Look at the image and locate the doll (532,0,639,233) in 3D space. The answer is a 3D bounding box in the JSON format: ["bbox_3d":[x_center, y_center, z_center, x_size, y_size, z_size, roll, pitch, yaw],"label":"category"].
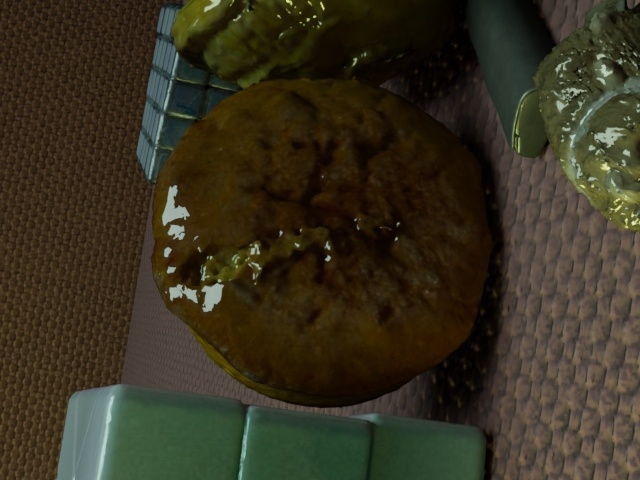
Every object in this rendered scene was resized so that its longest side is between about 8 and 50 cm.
[{"bbox_3d":[0.189,-0.085,0.673,0.221,0.105,0.115,-100,19,-44],"label":"doll"}]

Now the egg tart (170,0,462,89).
[{"bbox_3d":[0.015,-0.220,1.072,0.352,0.339,0.153,-25,91,27],"label":"egg tart"}]

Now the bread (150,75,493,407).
[{"bbox_3d":[-0.002,0.005,0.967,0.172,0.312,0.312,98,174,-62],"label":"bread"}]

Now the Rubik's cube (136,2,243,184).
[{"bbox_3d":[-0.110,-0.181,1.479,0.238,0.237,0.236,-139,59,-71],"label":"Rubik's cube"}]

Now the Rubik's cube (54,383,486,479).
[{"bbox_3d":[-0.071,0.300,0.942,0.319,0.316,0.321,155,122,-69],"label":"Rubik's cube"}]

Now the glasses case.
[{"bbox_3d":[0.161,-0.156,0.923,0.190,0.042,0.072,-98,17,-46],"label":"glasses case"}]
